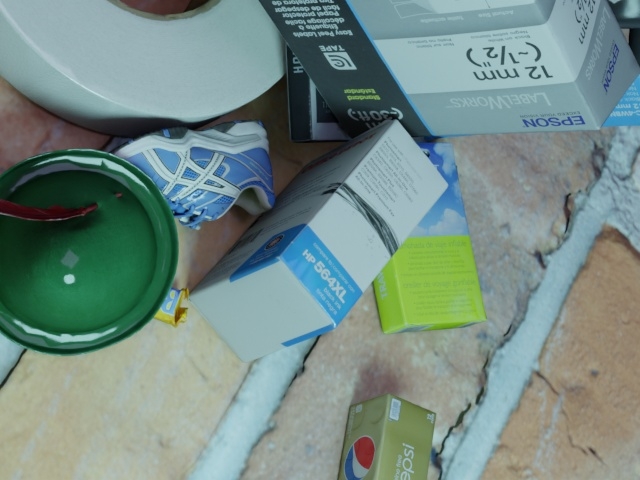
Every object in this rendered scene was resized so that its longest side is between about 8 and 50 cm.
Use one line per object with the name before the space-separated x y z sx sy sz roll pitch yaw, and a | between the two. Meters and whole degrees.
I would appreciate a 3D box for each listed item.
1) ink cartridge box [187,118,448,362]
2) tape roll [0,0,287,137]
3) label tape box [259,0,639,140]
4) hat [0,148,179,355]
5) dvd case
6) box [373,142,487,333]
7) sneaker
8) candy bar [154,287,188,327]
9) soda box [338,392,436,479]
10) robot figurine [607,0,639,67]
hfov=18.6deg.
ink cartridge box | 0.000 0.000 1.727 0.086 0.148 0.203 50 53 -12
tape roll | -0.171 -0.285 1.741 0.392 0.072 0.392 13 67 -34
label tape box | 0.124 -0.167 1.710 0.347 0.249 0.115 56 44 -44
hat | -0.184 0.017 1.530 0.208 0.183 0.173 -9 97 -21
dvd case | 0.020 -0.211 1.813 0.179 0.030 0.238 -7 94 -60
box | 0.093 -0.003 1.867 0.109 0.042 0.178 -2 76 -38
sneaker | -0.120 -0.052 1.697 0.211 0.080 0.081 -12 80 -38
candy bar | -0.181 0.034 1.664 0.161 0.018 0.040 23 63 -29
soda box | 0.052 0.234 1.746 0.058 0.061 0.181 26 61 -29
robot figurine | 0.317 -0.318 2.019 0.209 0.173 0.278 -8 111 -20
